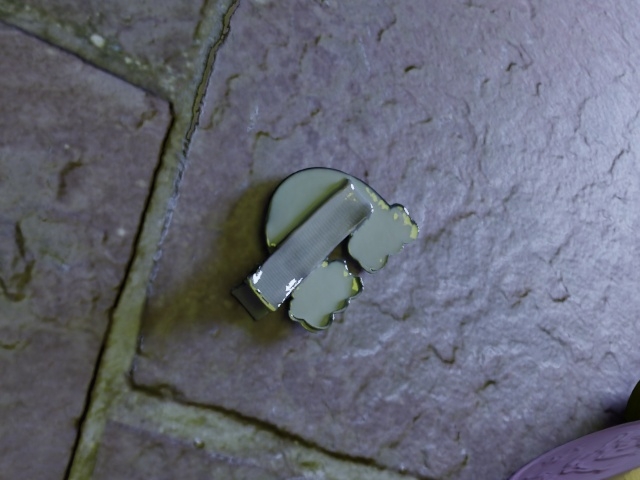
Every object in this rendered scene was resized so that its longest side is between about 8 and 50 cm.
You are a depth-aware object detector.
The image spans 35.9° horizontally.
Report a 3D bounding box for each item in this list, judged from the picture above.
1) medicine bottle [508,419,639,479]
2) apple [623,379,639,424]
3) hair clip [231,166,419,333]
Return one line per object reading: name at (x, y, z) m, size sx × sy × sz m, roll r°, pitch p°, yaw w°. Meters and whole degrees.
medicine bottle at (0.329, 0.358, 0.973) m, size 0.202 × 0.202 × 0.316 m, roll -20°, pitch 85°, yaw -33°
apple at (0.440, 0.214, 1.100) m, size 0.196 × 0.157 × 0.196 m, roll 13°, pitch 48°, yaw -15°
hair clip at (0.000, 0.000, 0.988) m, size 0.140 × 0.054 × 0.220 m, roll 48°, pitch 56°, yaw -3°
